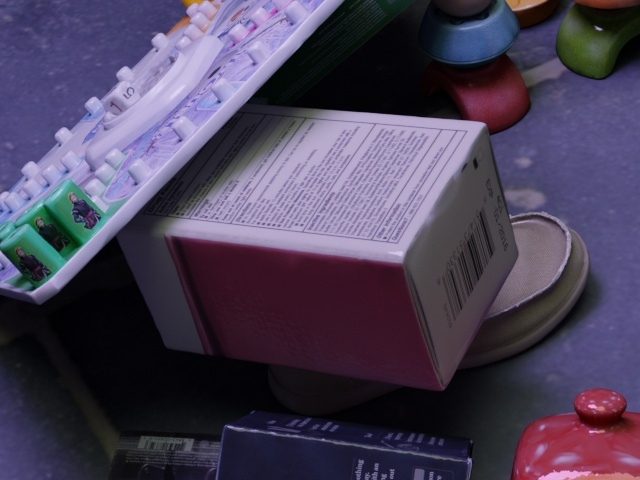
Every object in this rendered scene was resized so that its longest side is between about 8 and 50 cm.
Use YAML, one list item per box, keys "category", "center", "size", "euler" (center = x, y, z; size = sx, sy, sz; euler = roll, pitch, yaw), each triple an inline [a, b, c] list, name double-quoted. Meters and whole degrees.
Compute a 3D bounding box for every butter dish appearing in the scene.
- category: "butter dish"
  center: [0.185, 0.154, 1.230]
  size: [0.160, 0.118, 0.160]
  euler: [-1, 20, 11]

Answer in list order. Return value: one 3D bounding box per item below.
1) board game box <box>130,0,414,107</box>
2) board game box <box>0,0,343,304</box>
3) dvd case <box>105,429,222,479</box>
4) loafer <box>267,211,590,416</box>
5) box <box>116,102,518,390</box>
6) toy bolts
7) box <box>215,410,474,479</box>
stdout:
- category: "board game box"
  center: [-0.021, -0.196, 1.593]
  size: [0.317, 0.046, 0.213]
  euler: [-40, 25, 2]
- category: "board game box"
  center: [-0.137, -0.117, 1.441]
  size: [0.390, 0.050, 0.390]
  euler: [-46, 17, -14]
- category: "dvd case"
  center: [-0.087, 0.225, 1.309]
  size: [0.164, 0.018, 0.221]
  euler: [2, 43, 12]
- category: "loafer"
  center: [0.083, 0.045, 1.407]
  size: [0.268, 0.092, 0.102]
  euler: [-25, 47, -12]
- category: "box"
  center: [0.000, 0.000, 1.313]
  size: [0.232, 0.127, 0.149]
  euler: [7, 44, 30]
- category: "toy bolts"
  center: [0.167, -0.228, 1.632]
  size: [0.228, 0.158, 0.218]
  euler: [-33, 47, -22]
- category: "box"
  center: [0.017, 0.169, 1.219]
  size: [0.158, 0.156, 0.093]
  euler: [8, 89, 6]
